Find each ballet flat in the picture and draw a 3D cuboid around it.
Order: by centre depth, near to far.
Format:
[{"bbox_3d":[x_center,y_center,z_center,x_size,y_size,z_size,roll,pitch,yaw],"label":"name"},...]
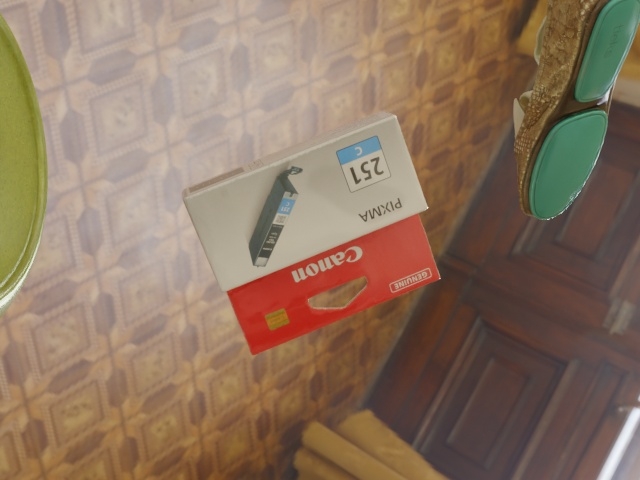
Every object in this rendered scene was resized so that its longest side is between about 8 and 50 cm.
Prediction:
[{"bbox_3d":[0.182,-0.111,0.719,0.073,0.067,0.206,-11,134,-26],"label":"ballet flat"}]

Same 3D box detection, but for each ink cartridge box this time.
[{"bbox_3d":[0.000,0.000,1.281,0.296,0.066,0.261,-22,108,-5],"label":"ink cartridge box"}]

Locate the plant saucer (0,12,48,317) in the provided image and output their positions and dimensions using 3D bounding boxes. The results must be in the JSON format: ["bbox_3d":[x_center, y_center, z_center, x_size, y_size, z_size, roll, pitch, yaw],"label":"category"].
[{"bbox_3d":[-0.205,-0.051,0.516,0.241,0.037,0.240,-4,90,-79],"label":"plant saucer"}]
